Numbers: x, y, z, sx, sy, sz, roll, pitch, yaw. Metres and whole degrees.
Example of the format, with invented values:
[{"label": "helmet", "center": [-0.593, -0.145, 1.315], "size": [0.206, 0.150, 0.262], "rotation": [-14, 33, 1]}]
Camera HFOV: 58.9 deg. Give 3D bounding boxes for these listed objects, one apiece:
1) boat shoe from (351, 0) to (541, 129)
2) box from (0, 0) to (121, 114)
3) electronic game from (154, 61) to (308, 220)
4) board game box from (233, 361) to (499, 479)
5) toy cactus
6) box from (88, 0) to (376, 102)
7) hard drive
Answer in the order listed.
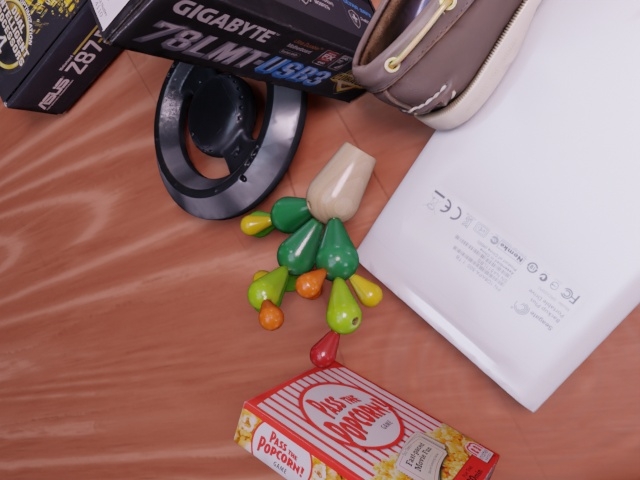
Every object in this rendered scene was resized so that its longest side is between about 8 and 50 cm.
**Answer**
[{"label": "boat shoe", "center": [0.132, -0.245, 0.417], "size": [0.324, 0.097, 0.116], "rotation": [-61, 33, 18]}, {"label": "box", "center": [-0.355, -0.414, 0.727], "size": [0.318, 0.097, 0.394], "rotation": [-31, 78, 27]}, {"label": "electronic game", "center": [-0.106, -0.135, 0.619], "size": [0.229, 0.048, 0.229], "rotation": [-4, 83, 38]}, {"label": "board game box", "center": [0.044, 0.187, 0.508], "size": [0.194, 0.147, 0.045], "rotation": [24, 107, 27]}, {"label": "toy cactus", "center": [0.000, 0.000, 0.526], "size": [0.180, 0.112, 0.219], "rotation": [-59, 26, 10]}, {"label": "box", "center": [-0.079, -0.269, 0.453], "size": [0.073, 0.296, 0.293], "rotation": [-26, 80, 33]}, {"label": "hard drive", "center": [0.189, -0.048, 0.457], "size": [0.210, 0.040, 0.318], "rotation": [42, 114, 22]}]
